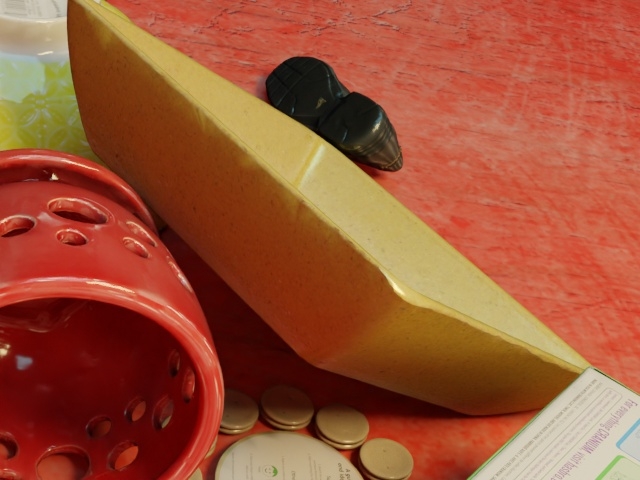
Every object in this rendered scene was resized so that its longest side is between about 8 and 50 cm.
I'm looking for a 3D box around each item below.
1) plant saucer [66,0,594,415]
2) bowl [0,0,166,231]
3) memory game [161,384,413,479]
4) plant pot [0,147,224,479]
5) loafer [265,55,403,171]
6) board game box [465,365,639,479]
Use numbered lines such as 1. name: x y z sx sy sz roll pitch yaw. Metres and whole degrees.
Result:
1. plant saucer: 0.000 0.000 0.962 0.333 0.081 0.333 42 9 32
2. bowl: -0.229 -0.126 1.074 0.290 0.156 0.289 11 35 -8
3. memory game: -0.019 0.157 0.900 0.186 0.012 0.186 10 36 -8
4. plant pot: -0.162 0.050 0.837 0.191 0.191 0.174 3 35 -18
5. loafer: 0.009 -0.104 1.233 0.062 0.061 0.170 -43 42 -1
6. board game box: 0.211 0.216 0.749 0.316 0.064 0.242 31 38 24
